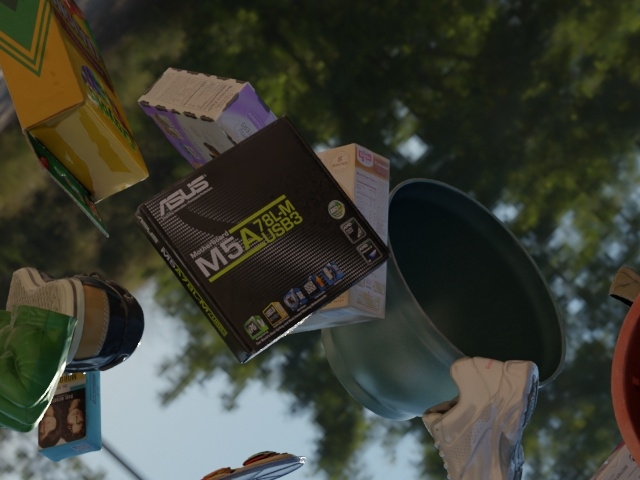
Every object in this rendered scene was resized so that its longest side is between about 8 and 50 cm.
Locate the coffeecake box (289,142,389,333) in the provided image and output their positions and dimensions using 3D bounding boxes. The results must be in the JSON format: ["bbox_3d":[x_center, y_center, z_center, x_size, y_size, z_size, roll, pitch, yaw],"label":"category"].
[{"bbox_3d":[0.000,0.000,1.582,0.142,0.068,0.186,-12,-113,38],"label":"coffeecake box"}]

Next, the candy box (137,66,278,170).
[{"bbox_3d":[-0.119,-0.133,1.823,0.070,0.165,0.196,-50,-145,-17],"label":"candy box"}]

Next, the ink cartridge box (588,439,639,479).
[{"bbox_3d":[0.520,0.454,2.101,0.186,0.311,0.065,-36,171,-41],"label":"ink cartridge box"}]

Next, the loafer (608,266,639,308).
[{"bbox_3d":[0.463,0.100,1.984,0.050,0.148,0.056,-46,161,-6],"label":"loafer"}]

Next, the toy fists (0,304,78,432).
[{"bbox_3d":[-0.379,0.154,1.714,0.279,0.096,0.142,-9,-114,63],"label":"toy fists"}]

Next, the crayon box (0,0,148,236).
[{"bbox_3d":[-0.299,-0.182,1.647,0.081,0.319,0.202,-26,155,3],"label":"crayon box"}]

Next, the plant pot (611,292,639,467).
[{"bbox_3d":[0.409,0.163,1.209,0.272,0.272,0.265,-47,144,-7],"label":"plant pot"}]

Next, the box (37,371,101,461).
[{"bbox_3d":[-0.455,0.269,2.573,0.100,0.060,0.244,-16,-123,15],"label":"box"}]

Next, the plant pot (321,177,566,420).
[{"bbox_3d":[0.125,0.098,1.727,0.196,0.293,0.293,-41,-170,33],"label":"plant pot"}]

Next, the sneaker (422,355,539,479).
[{"bbox_3d":[0.164,0.223,1.544,0.090,0.115,0.232,-33,135,-64],"label":"sneaker"}]

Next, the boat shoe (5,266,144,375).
[{"bbox_3d":[-0.416,0.137,2.322,0.500,0.156,0.187,174,-77,-65],"label":"boat shoe"}]

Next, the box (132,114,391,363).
[{"bbox_3d":[-0.056,-0.004,1.411,0.190,0.184,0.045,-33,175,-26],"label":"box"}]

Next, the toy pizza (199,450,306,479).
[{"bbox_3d":[-0.121,0.372,2.278,0.201,0.032,0.201,-17,165,-5],"label":"toy pizza"}]
